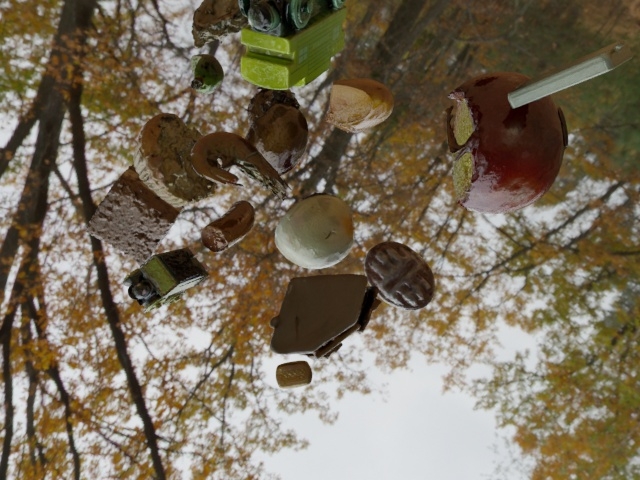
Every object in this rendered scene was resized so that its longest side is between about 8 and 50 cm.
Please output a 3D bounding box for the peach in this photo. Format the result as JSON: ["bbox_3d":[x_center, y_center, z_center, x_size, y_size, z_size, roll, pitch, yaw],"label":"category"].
[{"bbox_3d":[0.500,-0.271,1.526,0.310,0.335,0.405,-3,-131,12],"label":"peach"}]

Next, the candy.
[{"bbox_3d":[0.293,0.135,2.086,0.289,0.214,0.157,46,178,10],"label":"candy"}]

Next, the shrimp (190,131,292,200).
[{"bbox_3d":[-0.174,-0.160,1.223,0.249,0.068,0.150,29,-125,16],"label":"shrimp"}]

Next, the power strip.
[{"bbox_3d":[0.543,-0.363,1.245,0.118,0.271,0.046,-35,-78,-35],"label":"power strip"}]

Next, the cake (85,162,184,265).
[{"bbox_3d":[-0.644,-0.107,2.044,0.256,0.282,0.290,38,-156,-8],"label":"cake"}]

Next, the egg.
[{"bbox_3d":[0.000,0.000,2.101,0.337,0.337,0.201,8,-143,-38],"label":"egg"}]

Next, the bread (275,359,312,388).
[{"bbox_3d":[-0.079,0.408,1.717,0.056,0.115,0.082,14,-119,-79],"label":"bread"}]

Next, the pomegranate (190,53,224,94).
[{"bbox_3d":[-0.420,-0.613,2.084,0.123,0.143,0.169,0,-143,-15],"label":"pomegranate"}]

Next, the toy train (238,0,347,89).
[{"bbox_3d":[-0.057,-0.535,1.393,0.179,0.272,0.442,17,-142,16],"label":"toy train"}]

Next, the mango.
[{"bbox_3d":[0.123,-0.448,1.830,0.201,0.199,0.350,50,166,-19],"label":"mango"}]

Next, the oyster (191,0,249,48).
[{"bbox_3d":[-0.259,-0.736,1.744,0.221,0.360,0.096,20,169,37],"label":"oyster"}]

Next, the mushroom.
[{"bbox_3d":[-0.134,-0.315,1.654,0.195,0.282,0.263,14,-158,12],"label":"mushroom"}]

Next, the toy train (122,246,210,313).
[{"bbox_3d":[-0.461,0.112,1.670,0.134,0.177,0.261,51,-166,4],"label":"toy train"}]

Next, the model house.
[{"bbox_3d":[0.019,0.179,1.290,0.220,0.199,0.229,6,168,20],"label":"model house"}]

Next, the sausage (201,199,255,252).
[{"bbox_3d":[-0.272,-0.052,1.754,0.109,0.108,0.270,33,-153,-1],"label":"sausage"}]

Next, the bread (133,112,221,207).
[{"bbox_3d":[-0.413,-0.222,1.585,0.274,0.149,0.273,37,-137,-44],"label":"bread"}]
